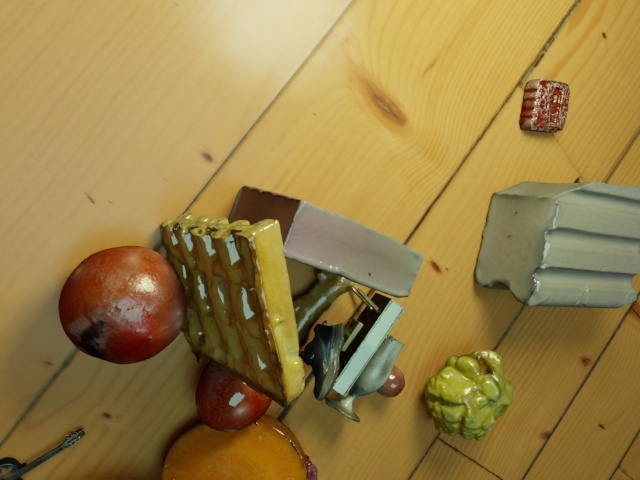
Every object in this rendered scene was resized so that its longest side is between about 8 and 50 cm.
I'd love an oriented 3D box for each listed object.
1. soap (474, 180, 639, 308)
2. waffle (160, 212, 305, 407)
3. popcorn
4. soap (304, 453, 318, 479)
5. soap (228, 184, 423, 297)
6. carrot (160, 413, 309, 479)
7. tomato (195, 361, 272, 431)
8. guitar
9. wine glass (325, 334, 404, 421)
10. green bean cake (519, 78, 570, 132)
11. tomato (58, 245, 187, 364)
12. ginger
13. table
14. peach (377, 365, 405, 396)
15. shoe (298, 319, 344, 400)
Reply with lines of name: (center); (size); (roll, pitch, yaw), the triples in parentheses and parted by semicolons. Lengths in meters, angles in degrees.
soap: (0.675, -0.001, 1.327); (0.436, 0.213, 0.349); (2, 103, -28)
waffle: (-0.165, 0.106, 0.855); (0.078, 0.349, 0.303); (-22, 110, -36)
popcorn: (0.395, 0.418, 1.300); (0.256, 0.195, 0.254); (12, 105, -28)
soap: (-0.116, 0.599, 1.122); (0.250, 0.099, 0.162); (-35, 114, -16)
soap: (0.000, 0.000, 0.935); (0.286, 0.296, 0.107); (22, 91, -31)
carrot: (-0.178, 0.488, 1.009); (0.308, 0.100, 0.258); (12, 70, -6)
tomato: (-0.178, 0.303, 0.981); (0.168, 0.167, 0.167); (-6, 104, -26)
guitar: (-0.555, 0.424, 0.899); (0.234, 0.025, 0.088); (-30, 113, -19)
wine glass: (0.110, 0.322, 1.178); (0.103, 0.103, 0.222); (38, 83, -29)
green bean cake: (0.607, -0.360, 1.299); (0.136, 0.056, 0.135); (-2, 101, -27)
tomato: (-0.338, 0.115, 0.835); (0.209, 0.184, 0.207); (-3, 122, -5)
ginger: (-0.033, 0.176, 1.089); (0.298, 0.065, 0.118); (-47, 114, -12)
table: (0.068, 0.217, 1.122); (0.111, 0.121, 0.240); (36, 83, -9)
peach: (0.175, 0.357, 1.230); (0.083, 0.083, 0.082); (-6, 104, -26)
shoe: (-0.007, 0.251, 1.034); (0.100, 0.071, 0.168); (12, 77, 9)
